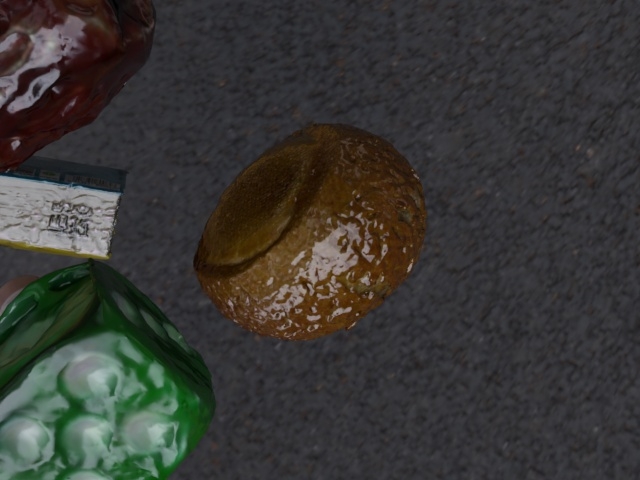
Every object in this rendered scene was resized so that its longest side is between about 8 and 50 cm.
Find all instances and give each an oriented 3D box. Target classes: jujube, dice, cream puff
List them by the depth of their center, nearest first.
[{"bbox_3d":[-0.149,0.096,0.785,0.131,0.128,0.120,-42,114,1],"label":"dice"},{"bbox_3d":[0.000,0.000,1.535,0.303,0.303,0.212,-32,118,32],"label":"cream puff"},{"bbox_3d":[-0.380,-0.238,1.640,0.258,0.258,0.377,46,106,2],"label":"jujube"}]

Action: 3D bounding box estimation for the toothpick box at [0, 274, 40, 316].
[{"bbox_3d":[-0.443,0.133,1.970,0.149,0.098,0.098,44,130,44],"label":"toothpick box"}]

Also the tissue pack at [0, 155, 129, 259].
[{"bbox_3d":[-0.447,-0.058,1.964,0.271,0.192,0.134,10,100,-8],"label":"tissue pack"}]
